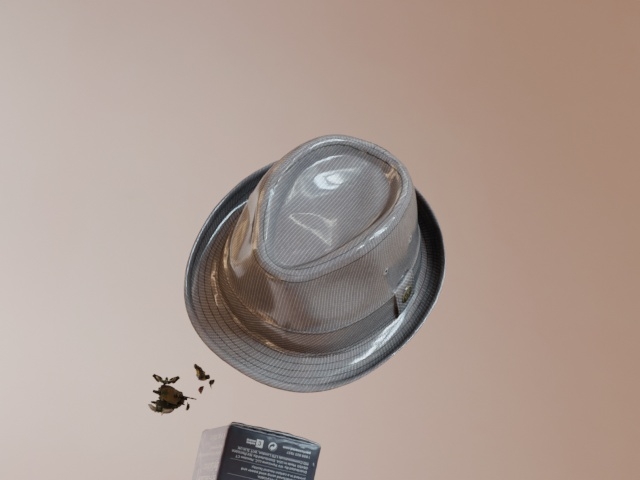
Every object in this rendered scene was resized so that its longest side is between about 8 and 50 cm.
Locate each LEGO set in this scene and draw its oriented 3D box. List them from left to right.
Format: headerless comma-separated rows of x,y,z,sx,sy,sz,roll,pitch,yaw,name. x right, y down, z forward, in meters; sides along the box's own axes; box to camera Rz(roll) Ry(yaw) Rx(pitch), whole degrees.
-0.149,0.161,1.971,0.054,0.083,0.023,57,-36,33,LEGO set

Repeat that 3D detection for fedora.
0.000,0.000,1.836,0.275,0.244,0.124,-43,159,-27,fedora

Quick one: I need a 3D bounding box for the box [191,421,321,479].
-0.087,0.314,2.071,0.153,0.108,0.207,148,-44,-72,box
